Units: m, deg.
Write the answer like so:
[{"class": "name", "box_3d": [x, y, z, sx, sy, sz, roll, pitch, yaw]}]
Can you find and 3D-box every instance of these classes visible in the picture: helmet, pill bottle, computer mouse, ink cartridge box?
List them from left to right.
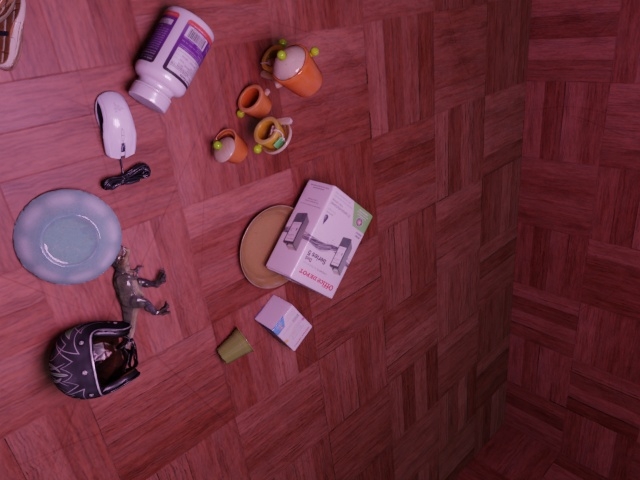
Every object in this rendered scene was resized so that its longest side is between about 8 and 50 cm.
[{"class": "helmet", "box_3d": [-0.469, 0.245, 1.012, 0.161, 0.169, 0.169, -15, 115, -50]}, {"class": "computer mouse", "box_3d": [-0.410, -0.203, 1.003, 0.106, 0.042, 0.193, -21, 119, -37]}, {"class": "pill bottle", "box_3d": [-0.307, -0.362, 1.000, 0.108, 0.108, 0.193, 33, 81, -45]}, {"class": "ink cartridge box", "box_3d": [-0.102, 0.244, 1.427, 0.092, 0.090, 0.143, -51, 134, -18]}, {"class": "ink cartridge box", "box_3d": [0.000, 0.000, 1.376, 0.198, 0.114, 0.273, 32, 81, -46]}]

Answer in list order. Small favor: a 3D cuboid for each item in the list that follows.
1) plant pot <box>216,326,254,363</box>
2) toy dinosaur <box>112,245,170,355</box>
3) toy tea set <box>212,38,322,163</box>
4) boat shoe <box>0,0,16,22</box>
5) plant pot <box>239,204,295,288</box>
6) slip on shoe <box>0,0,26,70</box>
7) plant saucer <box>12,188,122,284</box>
[{"class": "plant pot", "box_3d": [-0.236, 0.291, 1.332, 0.079, 0.083, 0.083, -35, 127, -14]}, {"class": "toy dinosaur", "box_3d": [-0.406, 0.127, 1.113, 0.118, 0.064, 0.268, -8, 111, -27]}, {"class": "toy tea set", "box_3d": [-0.138, -0.318, 1.120, 0.124, 0.200, 0.336, 30, 89, -54]}, {"class": "boat shoe", "box_3d": [-0.596, -0.312, 0.714, 0.324, 0.120, 0.122, -45, 129, -13]}, {"class": "plant pot", "box_3d": [-0.131, 0.016, 1.360, 0.236, 0.032, 0.236, -18, 117, -39]}, {"class": "slip on shoe", "box_3d": [-0.528, -0.356, 0.838, 0.051, 0.041, 0.135, 5, 88, -4]}, {"class": "plant saucer", "box_3d": [-0.491, -0.002, 0.966, 0.195, 0.037, 0.195, -7, 105, -29]}]
